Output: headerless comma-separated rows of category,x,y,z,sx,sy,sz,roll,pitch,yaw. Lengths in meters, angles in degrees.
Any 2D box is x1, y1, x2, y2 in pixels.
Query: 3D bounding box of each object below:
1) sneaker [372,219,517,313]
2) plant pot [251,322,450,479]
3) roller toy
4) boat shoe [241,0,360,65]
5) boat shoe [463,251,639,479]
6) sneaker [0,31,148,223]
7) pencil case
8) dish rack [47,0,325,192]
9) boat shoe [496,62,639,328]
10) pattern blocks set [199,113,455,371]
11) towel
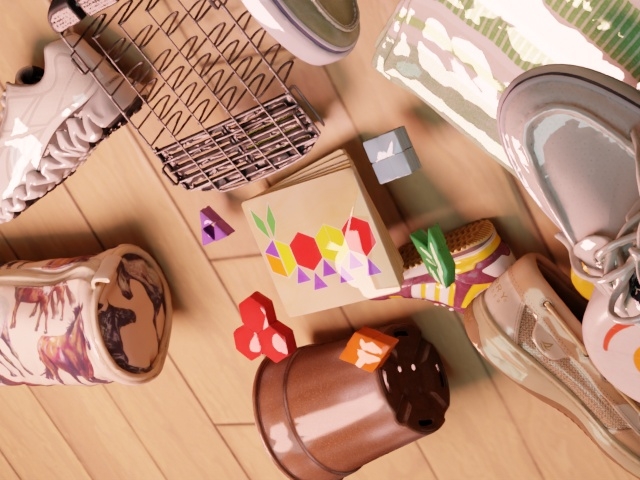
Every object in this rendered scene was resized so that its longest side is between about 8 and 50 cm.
sneaker,0.121,0.045,1.738,0.185,0.069,0.084,-20,111,44
plant pot,0.041,0.172,1.856,0.165,0.167,0.167,-25,113,36
roller toy,0.345,0.060,1.548,0.191,0.146,0.209,39,144,-18
boat shoe,-0.041,-0.287,1.456,0.094,0.109,0.302,-15,117,39
boat shoe,0.303,0.139,1.671,0.341,0.121,0.110,34,118,-17
sneaker,-0.305,-0.119,1.841,0.118,0.110,0.292,48,130,-4
pencil case,-0.360,0.090,2.024,0.410,0.160,0.183,-3,142,35
dish rack,-0.126,-0.173,1.671,0.208,0.074,0.271,-20,120,35
boat shoe,0.269,0.017,1.354,0.136,0.156,0.367,-39,92,26
pattern blocks set,0.000,0.000,1.743,0.325,0.026,0.285,-5,107,43
towel,0.176,-0.177,1.452,0.248,0.038,0.325,39,149,9
